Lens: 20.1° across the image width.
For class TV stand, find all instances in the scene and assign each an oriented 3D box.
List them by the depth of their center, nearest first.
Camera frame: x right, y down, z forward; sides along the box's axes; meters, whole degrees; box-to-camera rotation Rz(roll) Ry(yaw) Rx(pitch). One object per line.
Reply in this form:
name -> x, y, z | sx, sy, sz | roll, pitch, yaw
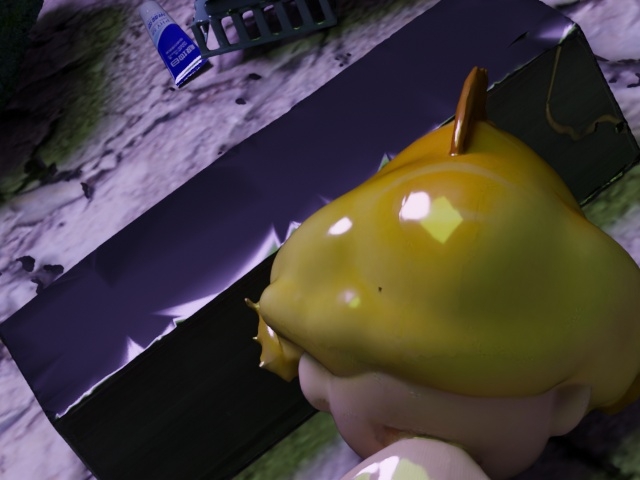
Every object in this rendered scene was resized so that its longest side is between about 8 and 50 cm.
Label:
TV stand -> 0.000, 0.000, 0.774 | 0.269, 0.082, 0.088 | -37, 34, -7

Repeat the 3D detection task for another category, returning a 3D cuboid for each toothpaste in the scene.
toothpaste -> -0.085, -0.115, 1.036 | 0.024, 0.015, 0.083 | -40, 39, 5

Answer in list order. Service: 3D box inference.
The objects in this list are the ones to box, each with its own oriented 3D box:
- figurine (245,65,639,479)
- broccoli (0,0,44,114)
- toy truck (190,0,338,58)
figurine -> 0.041, 0.055, 0.649 | 0.156, 0.131, 0.246 | 5, 59, 9
broccoli -> -0.294, -0.146, 1.026 | 0.254, 0.269, 0.269 | -42, 26, 36
toy truck -> -0.003, -0.176, 0.956 | 0.178, 0.115, 0.080 | -14, 39, 14
